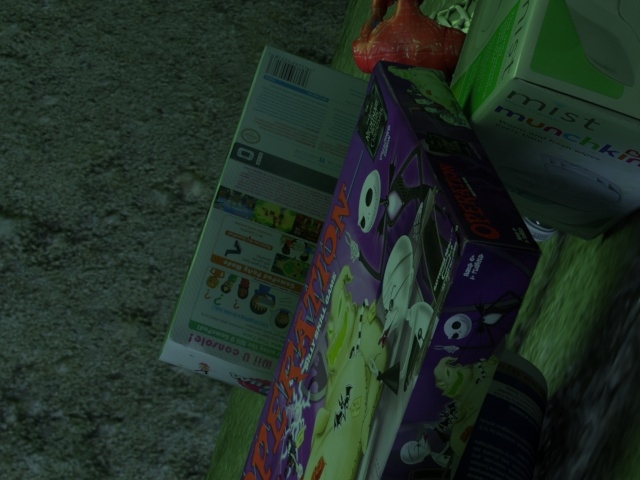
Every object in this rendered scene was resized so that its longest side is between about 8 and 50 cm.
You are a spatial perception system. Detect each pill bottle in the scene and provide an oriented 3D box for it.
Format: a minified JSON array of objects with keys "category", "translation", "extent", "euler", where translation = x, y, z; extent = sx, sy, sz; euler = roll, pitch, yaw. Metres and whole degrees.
[{"category":"pill bottle","translation":[0.078,0.152,1.075],"extent":[0.094,0.094,0.169],"euler":[119,168,-59]}]

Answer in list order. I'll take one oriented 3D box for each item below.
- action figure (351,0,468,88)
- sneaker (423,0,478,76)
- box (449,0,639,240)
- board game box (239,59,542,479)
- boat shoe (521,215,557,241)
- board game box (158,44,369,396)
[{"category":"action figure","translation":[0.081,-0.075,1.234],"extent":[0.139,0.091,0.280],"euler":[-65,-30,-56]},{"category":"sneaker","translation":[0.126,-0.172,1.573],"extent":[0.262,0.121,0.099],"euler":[116,170,-50]},{"category":"box","translation":[0.176,-0.158,1.042],"extent":[0.231,0.126,0.262],"euler":[125,164,-77]},{"category":"board game box","translation":[0.023,0.096,1.023],"extent":[0.208,0.056,0.347],"euler":[-104,28,-60]},{"category":"boat shoe","translation":[0.160,-0.060,1.271],"extent":[0.142,0.049,0.040],"euler":[-86,21,-46]},{"category":"board game box","translation":[0.000,0.000,1.685],"extent":[0.097,0.224,0.303],"euler":[129,160,-71]}]
